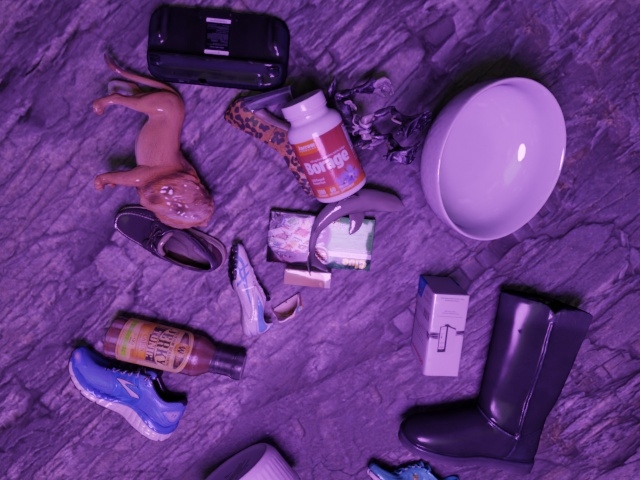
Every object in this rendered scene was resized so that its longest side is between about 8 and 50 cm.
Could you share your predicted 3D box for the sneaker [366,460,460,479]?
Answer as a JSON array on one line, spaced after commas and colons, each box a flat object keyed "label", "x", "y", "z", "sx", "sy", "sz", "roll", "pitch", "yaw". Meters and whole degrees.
[{"label": "sneaker", "x": 0.255, "y": 0.655, "z": 1.184, "sx": 0.276, "sy": 0.107, "sz": 0.109, "roll": 22, "pitch": 82, "yaw": -8}]

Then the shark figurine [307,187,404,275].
[{"label": "shark figurine", "x": 0.043, "y": -0.057, "z": 0.995, "sx": 0.278, "sy": 0.116, "sz": 0.166, "roll": -39, "pitch": 86, "yaw": -4}]

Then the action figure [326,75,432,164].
[{"label": "action figure", "x": 0.106, "y": -0.269, "z": 0.962, "sx": 0.276, "sy": 0.141, "sz": 0.163, "roll": 35, "pitch": 135, "yaw": 31}]

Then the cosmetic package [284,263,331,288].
[{"label": "cosmetic package", "x": -0.031, "y": 0.087, "z": 1.078, "sx": 0.115, "sy": 0.060, "sz": 0.041, "roll": 6, "pitch": 102, "yaw": 2}]

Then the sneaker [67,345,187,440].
[{"label": "sneaker", "x": -0.491, "y": 0.368, "z": 1.129, "sx": 0.330, "sy": 0.130, "sz": 0.147, "roll": 38, "pitch": 86, "yaw": -9}]

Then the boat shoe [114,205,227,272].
[{"label": "boat shoe", "x": -0.369, "y": -0.002, "z": 1.049, "sx": 0.286, "sy": 0.092, "sz": 0.102, "roll": 26, "pitch": 101, "yaw": -4}]

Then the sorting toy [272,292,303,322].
[{"label": "sorting toy", "x": -0.080, "y": 0.180, "z": 1.089, "sx": 0.083, "sy": 0.075, "sz": 0.044, "roll": -33, "pitch": 99, "yaw": 8}]

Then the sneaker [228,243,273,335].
[{"label": "sneaker", "x": -0.176, "y": 0.119, "z": 1.085, "sx": 0.086, "sy": 0.085, "sz": 0.236, "roll": -15, "pitch": 98, "yaw": -22}]

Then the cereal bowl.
[{"label": "cereal bowl", "x": 0.355, "y": -0.180, "z": 0.946, "sx": 0.340, "sy": 0.141, "sz": 0.338, "roll": -9, "pitch": 114, "yaw": -19}]

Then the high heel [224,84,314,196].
[{"label": "high heel", "x": -0.113, "y": -0.217, "z": 1.020, "sx": 0.187, "sy": 0.093, "sz": 0.260, "roll": -8, "pitch": 112, "yaw": 22}]

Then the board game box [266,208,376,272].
[{"label": "board game box", "x": 0.000, "y": 0.000, "z": 1.075, "sx": 0.260, "sy": 0.030, "sz": 0.136, "roll": 6, "pitch": 100, "yaw": 0}]

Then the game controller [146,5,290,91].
[{"label": "game controller", "x": -0.231, "y": -0.435, "z": 0.980, "sx": 0.320, "sy": 0.067, "sz": 0.166, "roll": 5, "pitch": 86, "yaw": -1}]

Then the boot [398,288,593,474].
[{"label": "boot", "x": 0.420, "y": 0.334, "z": 1.072, "sx": 0.368, "sy": 0.146, "sz": 0.444, "roll": 11, "pitch": 105, "yaw": -9}]

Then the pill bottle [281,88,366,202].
[{"label": "pill bottle", "x": 0.005, "y": -0.198, "z": 0.915, "sx": 0.121, "sy": 0.121, "sz": 0.216, "roll": -24, "pitch": 115, "yaw": 6}]

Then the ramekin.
[{"label": "ramekin", "x": -0.195, "y": 0.638, "z": 1.100, "sx": 0.273, "sy": 0.273, "sz": 0.127, "roll": -32, "pitch": 87, "yaw": 7}]

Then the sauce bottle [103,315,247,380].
[{"label": "sauce bottle", "x": -0.361, "y": 0.279, "z": 1.101, "sx": 0.345, "sy": 0.111, "sz": 0.111, "roll": 13, "pitch": 102, "yaw": -2}]

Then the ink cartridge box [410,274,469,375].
[{"label": "ink cartridge box", "x": 0.284, "y": 0.202, "z": 1.049, "sx": 0.086, "sy": 0.148, "sz": 0.202, "roll": 3, "pitch": 103, "yaw": -1}]

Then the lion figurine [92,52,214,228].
[{"label": "lion figurine", "x": -0.370, "y": -0.220, "z": 0.985, "sx": 0.241, "sy": 0.142, "sz": 0.391, "roll": -1, "pitch": 98, "yaw": -6}]
